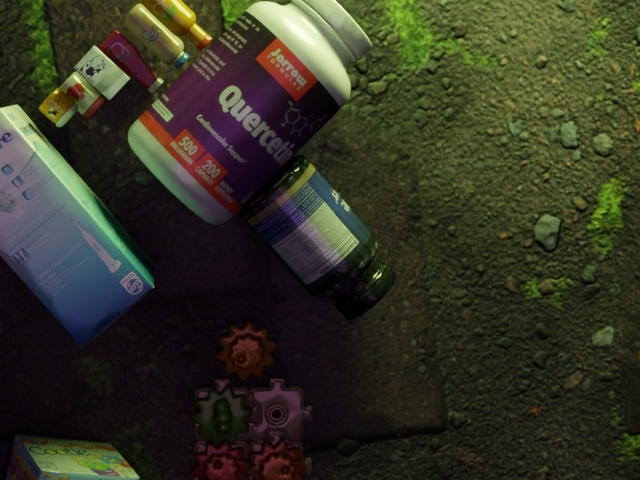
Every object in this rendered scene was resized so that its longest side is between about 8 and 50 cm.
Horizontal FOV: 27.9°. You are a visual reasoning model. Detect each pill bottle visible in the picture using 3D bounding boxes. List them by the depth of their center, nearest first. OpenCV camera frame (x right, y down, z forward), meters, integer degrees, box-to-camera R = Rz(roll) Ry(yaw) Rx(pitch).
[{"bbox_3d":[-0.088,-0.187,1.706,0.323,0.181,0.181,-45,100,1],"label":"pill bottle"},{"bbox_3d":[0.000,0.000,1.772,0.123,0.123,0.219,-42,101,0],"label":"pill bottle"}]

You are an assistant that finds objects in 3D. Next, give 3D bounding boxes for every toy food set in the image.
[{"bbox_3d":[-0.257,-0.224,1.715,0.104,0.111,0.232,43,88,-10],"label":"toy food set"}]

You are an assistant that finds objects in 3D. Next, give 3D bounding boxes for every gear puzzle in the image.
[{"bbox_3d":[-0.097,0.282,1.836,0.175,0.044,0.339,1,97,-7],"label":"gear puzzle"}]

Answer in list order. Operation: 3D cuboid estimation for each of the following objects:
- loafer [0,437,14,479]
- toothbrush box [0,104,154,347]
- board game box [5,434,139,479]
[{"bbox_3d":[-0.533,0.276,1.771,0.223,0.076,0.078,18,90,-14],"label":"loafer"},{"bbox_3d":[-0.355,-0.027,1.678,0.126,0.216,0.295,-39,101,-1],"label":"toothbrush box"},{"bbox_3d":[-0.361,0.423,1.756,0.144,0.142,0.275,10,97,-28],"label":"board game box"}]
